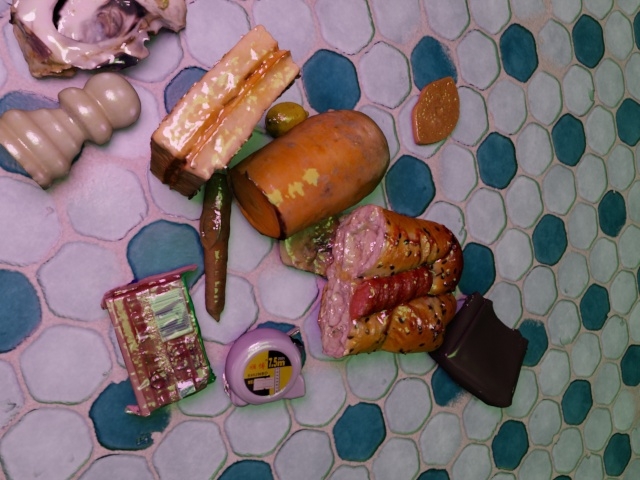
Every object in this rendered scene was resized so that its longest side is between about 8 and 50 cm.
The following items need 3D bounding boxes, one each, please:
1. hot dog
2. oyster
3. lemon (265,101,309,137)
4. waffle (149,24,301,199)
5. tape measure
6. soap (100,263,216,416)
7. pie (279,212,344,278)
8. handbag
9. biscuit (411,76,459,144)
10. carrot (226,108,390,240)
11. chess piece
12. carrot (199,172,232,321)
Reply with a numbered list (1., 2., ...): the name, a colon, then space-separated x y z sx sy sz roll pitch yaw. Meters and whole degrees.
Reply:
1. hot dog: 0.208 0.119 1.021 0.366 0.196 0.366 10 95 -36
2. oyster: -0.433 -0.445 0.786 0.351 0.115 0.238 -49 118 -8
3. lemon: -0.078 -0.285 0.955 0.111 0.082 0.081 -19 100 -23
4. waffle: -0.192 -0.212 0.752 0.114 0.376 0.260 43 75 -18
5. tape measure: -0.129 0.292 0.958 0.196 0.105 0.178 3 99 -21
6. soap: -0.334 0.209 0.865 0.218 0.098 0.272 -17 99 -21
7. pie: -0.002 0.000 1.018 0.219 0.052 0.184 15 84 -25
8. handbag: 0.485 0.322 1.207 0.285 0.113 0.257 41 72 -12
9. biscuit: 0.328 -0.361 1.146 0.142 0.029 0.220 26 82 -21
10. carrot: -0.012 -0.150 0.904 0.341 0.224 0.224 -36 106 -25
11. chess piece: -0.465 -0.226 0.776 0.251 0.144 0.144 -42 107 -22
12. carrot: -0.237 0.019 0.914 0.070 0.070 0.341 2 94 -23
